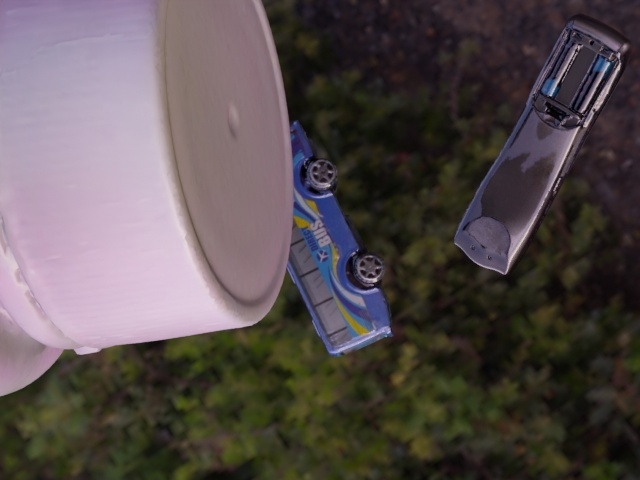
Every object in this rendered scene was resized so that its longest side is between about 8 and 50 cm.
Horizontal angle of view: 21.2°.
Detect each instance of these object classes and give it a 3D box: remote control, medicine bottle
[{"bbox_3d":[0.169,-0.071,1.313,0.059,0.028,0.212,31,111,14],"label":"remote control"},{"bbox_3d":[-0.184,-0.040,0.848,0.302,0.241,0.241,-7,119,15],"label":"medicine bottle"}]

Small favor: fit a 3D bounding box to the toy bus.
[{"bbox_3d":[0.000,0.000,1.118,0.153,0.061,0.051,64,179,8],"label":"toy bus"}]
